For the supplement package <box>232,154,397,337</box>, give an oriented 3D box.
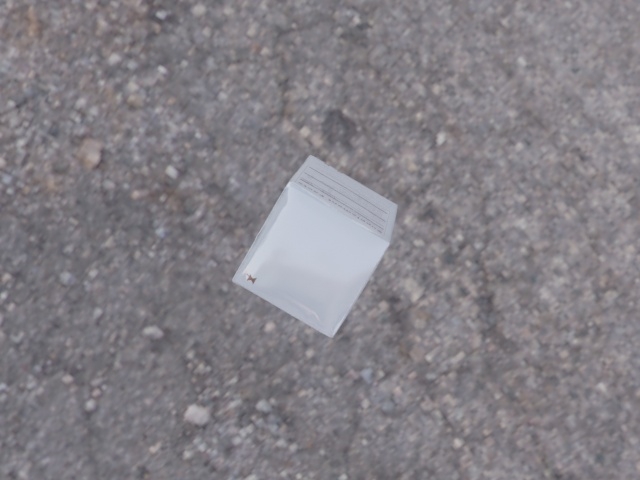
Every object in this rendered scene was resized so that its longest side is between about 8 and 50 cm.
[{"bbox_3d":[0.000,0.000,1.082,0.105,0.105,0.179,31,14,-1],"label":"supplement package"}]
